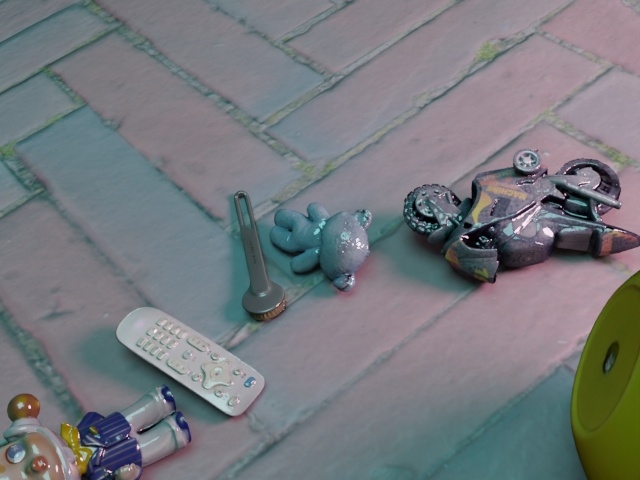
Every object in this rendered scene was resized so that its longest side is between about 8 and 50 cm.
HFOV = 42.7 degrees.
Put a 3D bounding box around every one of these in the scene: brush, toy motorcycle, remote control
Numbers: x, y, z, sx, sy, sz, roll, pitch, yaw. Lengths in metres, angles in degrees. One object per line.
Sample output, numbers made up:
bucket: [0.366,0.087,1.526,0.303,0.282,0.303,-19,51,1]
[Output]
brush: [-0.100,0.016,1.225,0.062,0.027,0.266,-15,44,-1]
toy motorcycle: [0.273,-0.026,1.127,0.307,0.108,0.173,-9,57,3]
remote control: [-0.180,0.162,1.100,0.229,0.044,0.073,28,54,21]

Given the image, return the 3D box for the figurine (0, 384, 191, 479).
figurine: [-0.302,0.262,0.989,0.194,0.133,0.274,38,57,10]

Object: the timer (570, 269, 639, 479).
timer: [0.449,0.178,0.765,0.387,0.376,0.376,18,54,5]

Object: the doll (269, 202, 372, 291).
doll: [0.004,0.001,1.191,0.180,0.075,0.120,16,92,48]
